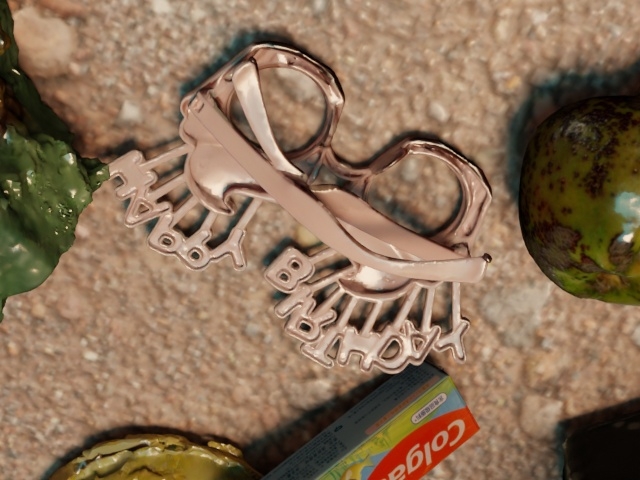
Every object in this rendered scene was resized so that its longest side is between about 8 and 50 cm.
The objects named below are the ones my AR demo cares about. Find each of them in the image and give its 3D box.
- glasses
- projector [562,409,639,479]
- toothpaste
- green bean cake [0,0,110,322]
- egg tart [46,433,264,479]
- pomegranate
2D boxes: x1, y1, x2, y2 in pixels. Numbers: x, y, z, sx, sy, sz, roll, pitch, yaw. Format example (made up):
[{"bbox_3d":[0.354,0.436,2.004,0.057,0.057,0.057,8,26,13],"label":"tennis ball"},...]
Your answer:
[{"bbox_3d":[-0.003,0.001,0.601,0.255,0.095,0.162,33,119,-11],"label":"glasses"},{"bbox_3d":[0.323,0.337,0.582,0.242,0.395,0.405,-19,111,9],"label":"projector"},{"bbox_3d":[0.015,0.162,0.656,0.193,0.044,0.070,-36,112,-12],"label":"toothpaste"},{"bbox_3d":[-0.243,-0.105,0.515,0.300,0.169,0.308,-41,108,19],"label":"green bean cake"},{"bbox_3d":[-0.105,0.235,0.712,0.212,0.090,0.212,0,110,0],"label":"egg tart"},{"bbox_3d":[0.183,-0.037,0.563,0.138,0.125,0.163,24,112,4],"label":"pomegranate"}]
